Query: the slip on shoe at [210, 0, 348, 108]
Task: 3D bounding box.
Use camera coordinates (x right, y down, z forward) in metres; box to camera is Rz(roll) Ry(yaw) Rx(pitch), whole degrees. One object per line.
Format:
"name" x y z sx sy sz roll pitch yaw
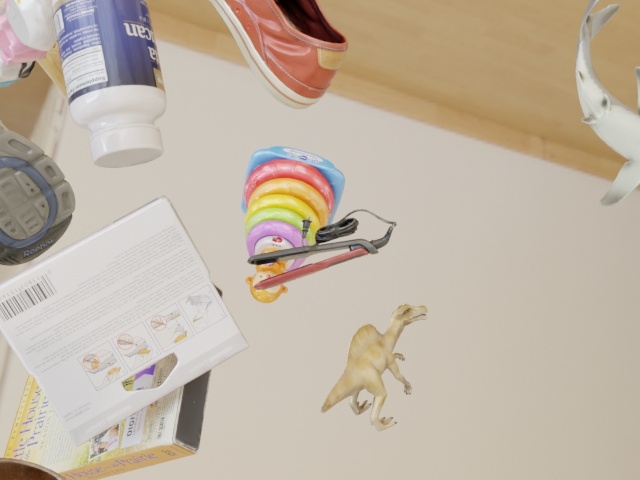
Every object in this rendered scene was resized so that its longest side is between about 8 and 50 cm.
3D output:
"slip on shoe" -0.078 -0.307 0.914 0.101 0.331 0.123 -39 170 37

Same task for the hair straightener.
"hair straightener" 0.000 0.000 1.205 0.231 0.089 0.047 -18 168 0

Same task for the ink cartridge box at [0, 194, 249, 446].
"ink cartridge box" -0.297 0.115 1.200 0.296 0.261 0.066 -29 -167 -9

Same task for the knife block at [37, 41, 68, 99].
"knife block" -0.492 -0.299 1.764 0.276 0.242 0.088 9 -152 -16

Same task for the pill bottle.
"pill bottle" -0.204 -0.162 0.800 0.094 0.169 0.094 -12 174 -1

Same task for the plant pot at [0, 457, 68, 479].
"plant pot" -0.359 0.391 0.857 0.216 0.215 0.230 9 118 -6

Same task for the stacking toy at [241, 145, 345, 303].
"stacking toy" -0.070 -0.008 1.357 0.175 0.301 0.165 16 131 -2

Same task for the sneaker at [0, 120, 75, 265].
"sneaker" -0.302 -0.109 0.599 0.129 0.111 0.297 25 144 42

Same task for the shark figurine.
"shark figurine" 0.357 -0.144 0.914 0.116 0.278 0.166 6 131 -36

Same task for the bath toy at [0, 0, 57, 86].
"bath toy" -0.509 -0.372 1.403 0.129 0.151 0.348 -29 -165 -33

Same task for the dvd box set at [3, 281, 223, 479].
"dvd box set" -0.361 0.256 1.384 0.421 0.307 0.062 -22 135 28

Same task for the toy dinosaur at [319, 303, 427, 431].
"toy dinosaur" 0.040 0.126 0.749 0.053 0.183 0.092 4 120 37
